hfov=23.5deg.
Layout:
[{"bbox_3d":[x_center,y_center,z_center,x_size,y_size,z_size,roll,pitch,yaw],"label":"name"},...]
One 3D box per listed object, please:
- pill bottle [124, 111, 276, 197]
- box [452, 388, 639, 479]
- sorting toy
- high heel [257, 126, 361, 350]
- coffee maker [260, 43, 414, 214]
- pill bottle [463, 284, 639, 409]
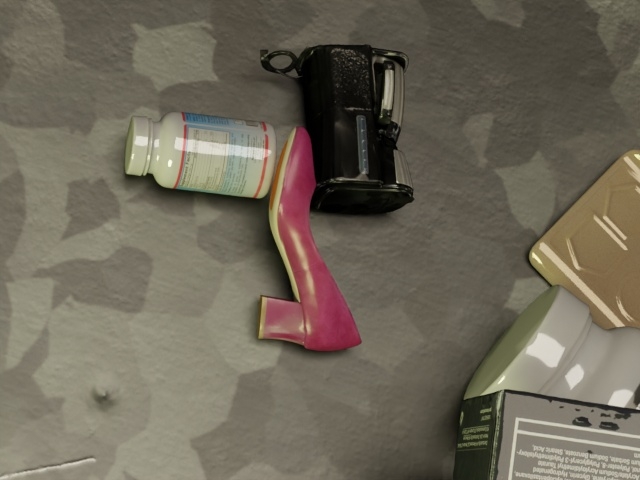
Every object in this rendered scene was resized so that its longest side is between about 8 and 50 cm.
[{"bbox_3d":[-0.135,-0.098,1.723,0.160,0.087,0.087,6,70,-14],"label":"pill bottle"},{"bbox_3d":[0.272,0.311,1.469,0.296,0.183,0.294,10,79,-5],"label":"box"},{"bbox_3d":[0.379,0.020,1.868,0.193,0.038,0.208,46,70,3],"label":"sorting toy"},{"bbox_3d":[0.000,0.000,1.700,0.117,0.082,0.244,6,90,-6],"label":"high heel"},{"bbox_3d":[0.020,-0.125,1.777,0.171,0.120,0.178,-3,69,7],"label":"coffee maker"},{"bbox_3d":[0.350,0.225,1.687,0.363,0.210,0.210,39,65,-1],"label":"pill bottle"}]
